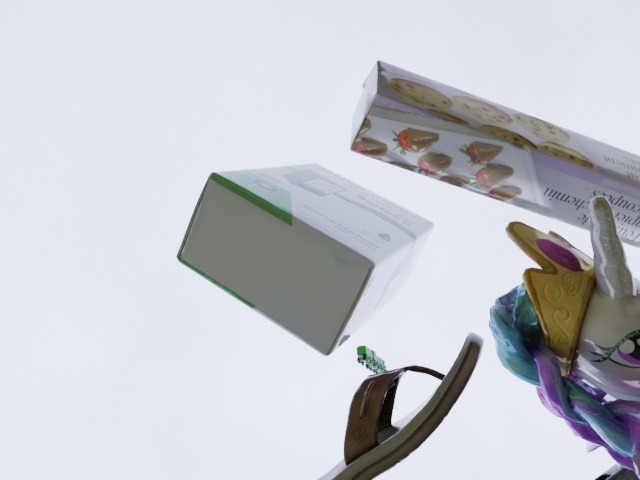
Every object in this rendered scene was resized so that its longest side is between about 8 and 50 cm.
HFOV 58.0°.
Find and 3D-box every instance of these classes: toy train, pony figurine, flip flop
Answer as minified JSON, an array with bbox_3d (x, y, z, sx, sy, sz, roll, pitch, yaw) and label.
[{"bbox_3d":[0.066,0.153,0.736,0.017,0.083,0.023,-14,-119,21],"label":"toy train"},{"bbox_3d":[0.256,0.159,0.362,0.364,0.350,0.303,26,-128,21],"label":"pony figurine"},{"bbox_3d":[0.055,0.186,0.584,0.277,0.112,0.080,-43,-106,10],"label":"flip flop"}]

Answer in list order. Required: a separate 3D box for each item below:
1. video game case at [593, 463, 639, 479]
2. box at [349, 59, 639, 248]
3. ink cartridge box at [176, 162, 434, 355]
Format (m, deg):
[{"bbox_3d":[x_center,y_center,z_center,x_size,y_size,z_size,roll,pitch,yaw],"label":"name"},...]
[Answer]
[{"bbox_3d":[0.282,0.346,0.547,0.275,0.026,0.196,-21,-103,-24],"label":"video game case"},{"bbox_3d":[0.186,-0.070,0.520,0.324,0.063,0.067,18,-137,-9],"label":"box"},{"bbox_3d":[0.000,0.000,0.730,0.211,0.289,0.121,29,-71,15],"label":"ink cartridge box"}]
